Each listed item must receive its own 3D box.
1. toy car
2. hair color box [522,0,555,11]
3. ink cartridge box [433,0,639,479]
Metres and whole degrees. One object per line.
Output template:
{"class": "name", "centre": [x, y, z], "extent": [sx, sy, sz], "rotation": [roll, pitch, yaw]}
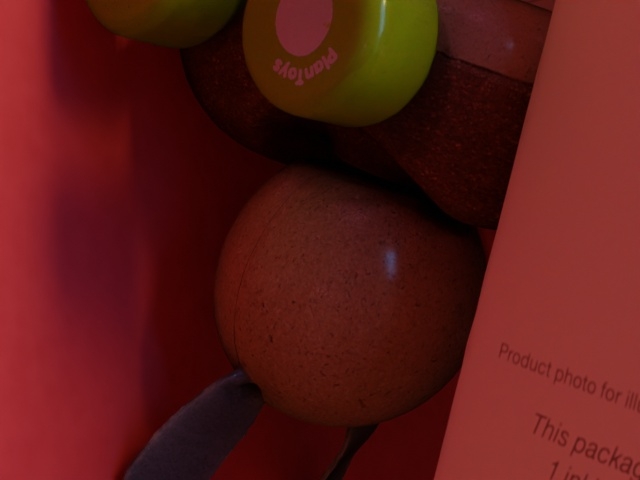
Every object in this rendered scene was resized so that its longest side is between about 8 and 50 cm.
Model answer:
{"class": "toy car", "centre": [0.000, 0.000, 0.540], "extent": [0.155, 0.149, 0.188], "rotation": [8, 105, -47]}
{"class": "hair color box", "centre": [0.130, -0.134, 0.658], "extent": [0.110, 0.185, 0.339], "rotation": [-44, 118, -47]}
{"class": "ink cartridge box", "centre": [0.207, -0.024, 0.483], "extent": [0.279, 0.160, 0.385], "rotation": [11, 95, -37]}
